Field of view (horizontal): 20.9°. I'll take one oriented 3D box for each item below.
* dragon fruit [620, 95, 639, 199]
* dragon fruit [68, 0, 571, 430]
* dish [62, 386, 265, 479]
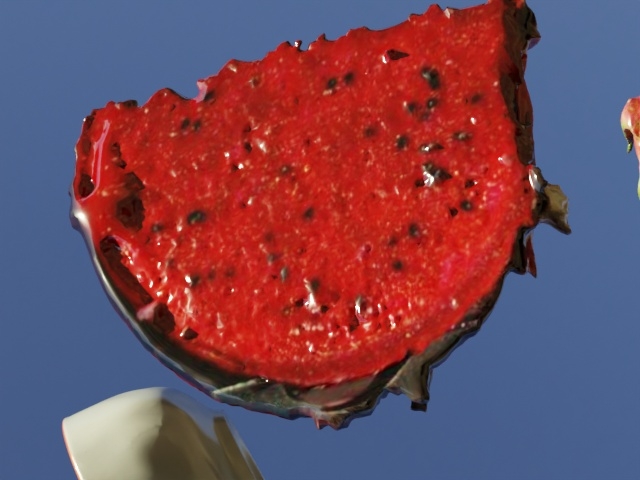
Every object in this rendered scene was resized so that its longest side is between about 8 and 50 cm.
[{"bbox_3d":[0.315,-0.105,1.382,0.135,0.236,0.137,-8,-126,-7],"label":"dragon fruit"},{"bbox_3d":[0.000,0.000,1.145,0.343,0.100,0.282,-12,-117,20],"label":"dragon fruit"},{"bbox_3d":[-0.100,0.220,1.401,0.117,0.256,0.256,-29,-122,-2],"label":"dish"}]
